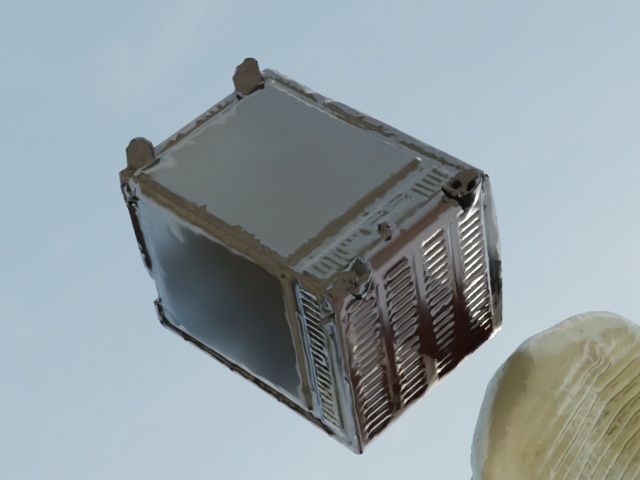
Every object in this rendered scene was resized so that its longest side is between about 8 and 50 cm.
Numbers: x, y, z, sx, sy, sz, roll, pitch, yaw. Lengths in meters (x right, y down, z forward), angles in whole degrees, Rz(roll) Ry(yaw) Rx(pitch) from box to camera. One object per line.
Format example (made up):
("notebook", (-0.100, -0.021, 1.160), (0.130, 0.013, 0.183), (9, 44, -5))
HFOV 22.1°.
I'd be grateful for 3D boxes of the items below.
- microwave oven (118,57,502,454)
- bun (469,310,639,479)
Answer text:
("microwave oven", (-0.001, 0.002, 1.240), (0.247, 0.188, 0.178), (31, -32, 36))
("bun", (0.202, 0.175, 1.264), (0.231, 0.231, 0.133), (56, -37, 0))
